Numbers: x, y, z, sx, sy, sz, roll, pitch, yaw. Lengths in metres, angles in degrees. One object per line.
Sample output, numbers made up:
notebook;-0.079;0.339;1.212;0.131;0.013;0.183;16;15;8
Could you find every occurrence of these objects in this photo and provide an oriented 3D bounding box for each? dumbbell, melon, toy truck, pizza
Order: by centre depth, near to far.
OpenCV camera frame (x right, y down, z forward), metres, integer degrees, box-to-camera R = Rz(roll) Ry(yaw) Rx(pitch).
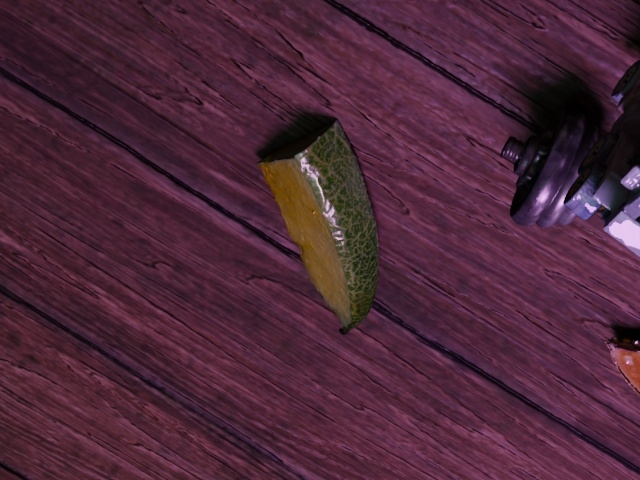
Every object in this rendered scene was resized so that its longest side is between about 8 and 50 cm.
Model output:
toy truck;0.280;-0.078;1.421;0.108;0.256;0.140;36;131;-5
dumbbell;0.269;-0.026;1.594;0.255;0.110;0.110;25;138;-3
pizza;0.318;0.125;1.760;0.100;0.029;0.099;11;142;24
melon;0.001;0.000;1.805;0.114;0.053;0.261;11;134;31
